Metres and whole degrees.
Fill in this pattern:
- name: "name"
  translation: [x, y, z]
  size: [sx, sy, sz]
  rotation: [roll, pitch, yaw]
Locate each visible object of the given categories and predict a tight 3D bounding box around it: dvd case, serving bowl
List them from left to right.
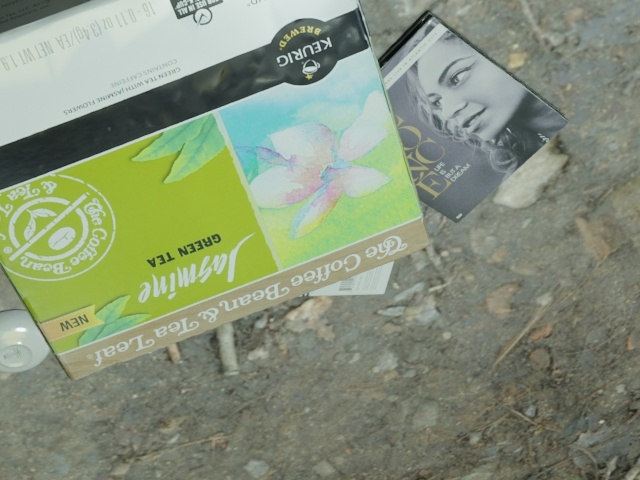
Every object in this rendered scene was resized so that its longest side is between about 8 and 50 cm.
- name: "serving bowl"
  translation: [-0.319, 0.111, 1.321]
  size: [0.083, 0.027, 0.083]
  rotation: [-9, 134, -10]
- name: "dvd case"
  translation: [0.125, -0.116, 1.274]
  size: [0.221, 0.018, 0.164]
  rotation: [29, 118, -37]

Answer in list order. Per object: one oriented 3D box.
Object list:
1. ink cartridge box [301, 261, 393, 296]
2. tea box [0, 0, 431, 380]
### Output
- name: "ink cartridge box"
  translation: [0.000, 0.000, 1.306]
  size: [0.150, 0.063, 0.109]
  rotation: [-1, 132, -18]
- name: "tea box"
  translation: [-0.122, -0.113, 1.032]
  size: [0.329, 0.220, 0.323]
  rotation: [-21, 129, 1]
